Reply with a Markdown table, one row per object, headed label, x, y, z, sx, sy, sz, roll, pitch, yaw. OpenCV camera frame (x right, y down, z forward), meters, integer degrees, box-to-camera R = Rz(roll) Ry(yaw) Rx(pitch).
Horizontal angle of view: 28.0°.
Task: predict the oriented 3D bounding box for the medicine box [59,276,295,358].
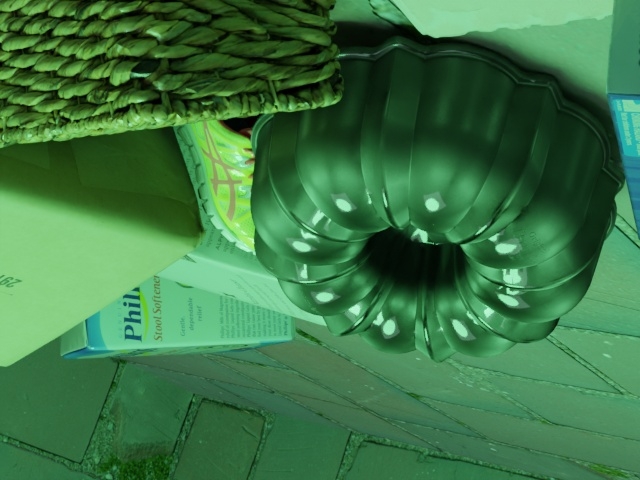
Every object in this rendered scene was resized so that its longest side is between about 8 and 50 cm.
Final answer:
| label | x | y | z | sx | sy | sz | roll | pitch | yaw |
| --- | --- | --- | --- | --- | --- | --- | --- | --- | --- |
| medicine box | -0.213 | 0.085 | 1.829 | 0.289 | 0.149 | 0.263 | -2 | 173 | -19 |

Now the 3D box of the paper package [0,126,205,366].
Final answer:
| label | x | y | z | sx | sy | sz | roll | pitch | yaw |
| --- | --- | --- | --- | --- | --- | --- | --- | --- | --- |
| paper package | -0.336 | -0.025 | 1.198 | 0.309 | 0.168 | 0.325 | -32 | 151 | 29 |

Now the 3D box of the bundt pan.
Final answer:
| label | x | y | z | sx | sy | sz | roll | pitch | yaw |
| --- | --- | --- | --- | --- | --- | --- | --- | --- | --- |
| bundt pan | 0.085 | -0.010 | 1.092 | 0.330 | 0.124 | 0.331 | 10 | 143 | 8 |

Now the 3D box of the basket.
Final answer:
| label | x | y | z | sx | sy | sz | roll | pitch | yaw |
| --- | --- | --- | --- | --- | --- | --- | --- | --- | --- |
| basket | -0.126 | -0.195 | 0.972 | 0.213 | 0.223 | 0.299 | -11 | -174 | -36 |

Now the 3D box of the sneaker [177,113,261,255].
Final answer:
| label | x | y | z | sx | sy | sz | roll | pitch | yaw |
| --- | --- | --- | --- | --- | --- | --- | --- | --- | --- |
| sneaker | -0.070 | -0.077 | 1.221 | 0.094 | 0.081 | 0.208 | -18 | 105 | 45 |

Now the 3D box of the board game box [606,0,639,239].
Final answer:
| label | x | y | z | sx | sy | sz | roll | pitch | yaw |
| --- | --- | --- | --- | --- | --- | --- | --- | --- | --- |
| board game box | 0.348 | -0.056 | 0.784 | 0.318 | 0.066 | 0.318 | 4 | 167 | 19 |

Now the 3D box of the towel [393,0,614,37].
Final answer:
| label | x | y | z | sx | sy | sz | roll | pitch | yaw |
| --- | --- | --- | --- | --- | --- | --- | --- | --- | --- |
| towel | 0.124 | -0.210 | 0.610 | 0.331 | 0.053 | 0.317 | -1 | 156 | 33 |

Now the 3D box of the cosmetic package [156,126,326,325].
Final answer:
| label | x | y | z | sx | sy | sz | roll | pitch | yaw |
| --- | --- | --- | --- | --- | --- | --- | --- | --- | --- |
| cosmetic package | -0.165 | -0.044 | 1.458 | 0.385 | 0.156 | 0.217 | 13 | 166 | 18 |
